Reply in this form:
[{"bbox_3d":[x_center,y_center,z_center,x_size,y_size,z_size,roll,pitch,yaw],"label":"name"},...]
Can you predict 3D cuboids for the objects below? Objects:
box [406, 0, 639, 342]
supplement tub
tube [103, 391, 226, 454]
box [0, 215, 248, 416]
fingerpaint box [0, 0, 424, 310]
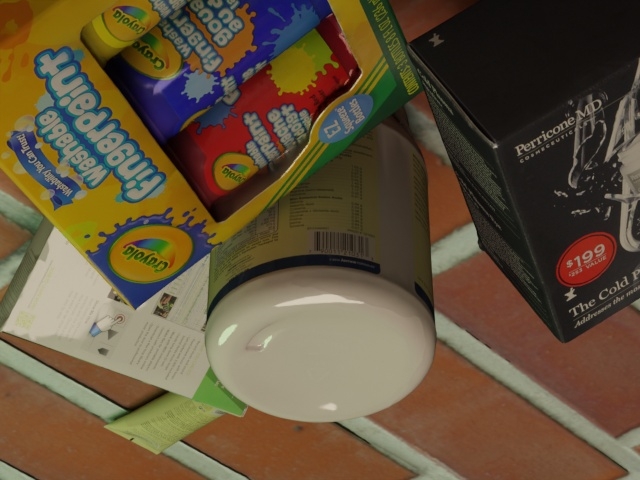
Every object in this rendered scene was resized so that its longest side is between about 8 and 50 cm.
[{"bbox_3d":[0.302,-0.124,1.792,0.343,0.179,0.312,-32,136,-5],"label":"box"},{"bbox_3d":[0.000,0.000,1.926,0.235,0.324,0.235,0,140,0],"label":"supplement tub"},{"bbox_3d":[-0.180,0.221,2.408,0.240,0.062,0.070,-33,87,39],"label":"tube"},{"bbox_3d":[-0.180,0.051,2.118,0.322,0.058,0.232,23,104,-24],"label":"box"},{"bbox_3d":[-0.134,-0.177,1.644,0.371,0.163,0.445,-37,151,-3],"label":"fingerpaint box"}]
